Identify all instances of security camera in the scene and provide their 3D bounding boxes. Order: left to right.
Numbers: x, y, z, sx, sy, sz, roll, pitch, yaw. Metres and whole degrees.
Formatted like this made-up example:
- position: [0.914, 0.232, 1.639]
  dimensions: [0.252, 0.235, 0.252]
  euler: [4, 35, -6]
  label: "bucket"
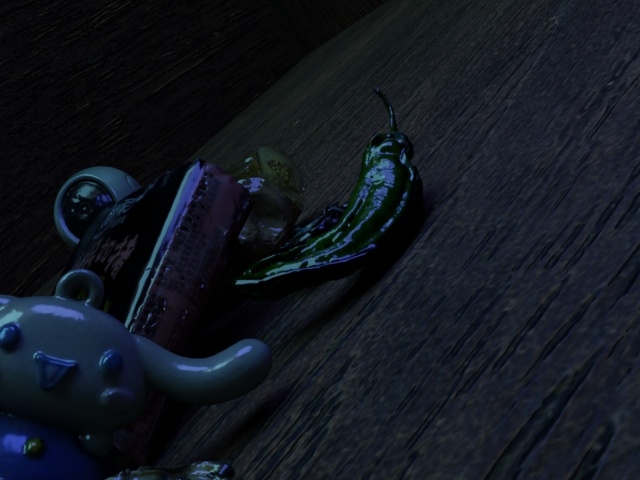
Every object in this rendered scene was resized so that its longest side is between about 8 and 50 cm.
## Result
- position: [-0.423, -0.040, 1.689]
  dimensions: [0.194, 0.236, 0.194]
  euler: [-34, 13, 9]
  label: "security camera"

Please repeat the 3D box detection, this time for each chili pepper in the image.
- position: [0.036, -0.032, 0.806]
  dimensions: [0.279, 0.122, 0.065]
  euler: [-52, -21, -32]
  label: "chili pepper"

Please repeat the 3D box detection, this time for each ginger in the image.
- position: [-0.141, 0.003, 1.079]
  dimensions: [0.270, 0.123, 0.219]
  euler: [-37, 29, 29]
  label: "ginger"

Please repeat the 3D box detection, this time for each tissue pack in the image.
- position: [-0.205, 0.086, 0.875]
  dimensions: [0.245, 0.123, 0.332]
  euler: [-19, 41, 42]
  label: "tissue pack"

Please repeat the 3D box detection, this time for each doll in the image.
- position: [-0.189, 0.155, 0.644]
  dimensions: [0.310, 0.243, 0.159]
  euler: [-4, -23, -15]
  label: "doll"

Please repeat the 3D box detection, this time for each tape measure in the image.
- position: [-0.001, 0.001, 0.873]
  dimensions: [0.091, 0.054, 0.094]
  euler: [-36, 8, 17]
  label: "tape measure"

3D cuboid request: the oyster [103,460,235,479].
- position: [-0.097, 0.192, 0.513]
  dimensions: [0.163, 0.081, 0.191]
  euler: [-1, 17, 29]
  label: "oyster"
